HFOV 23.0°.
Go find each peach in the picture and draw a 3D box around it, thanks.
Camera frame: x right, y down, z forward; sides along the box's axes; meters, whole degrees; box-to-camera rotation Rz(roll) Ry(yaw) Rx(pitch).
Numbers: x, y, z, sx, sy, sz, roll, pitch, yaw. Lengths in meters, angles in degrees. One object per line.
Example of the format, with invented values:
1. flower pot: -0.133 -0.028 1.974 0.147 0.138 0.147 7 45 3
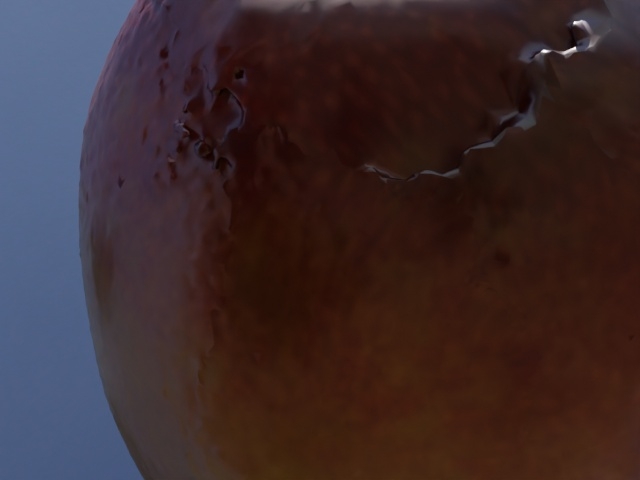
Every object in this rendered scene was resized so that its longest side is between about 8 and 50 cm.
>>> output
1. peach: 0.037 0.004 0.463 0.231 0.231 0.231 0 -85 4
